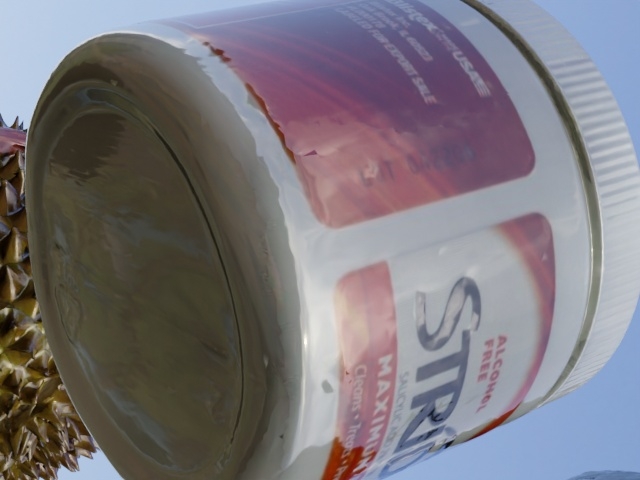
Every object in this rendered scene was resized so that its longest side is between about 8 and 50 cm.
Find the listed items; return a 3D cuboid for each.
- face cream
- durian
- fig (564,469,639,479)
[{"bbox_3d":[0.000,0.000,0.565,0.201,0.187,0.201,26,-57,47],"label":"face cream"},{"bbox_3d":[-0.311,0.056,1.217,0.384,0.347,0.347,-95,-153,-45],"label":"durian"},{"bbox_3d":[0.277,0.253,1.024,0.203,0.235,0.203,-19,90,-87],"label":"fig"}]
